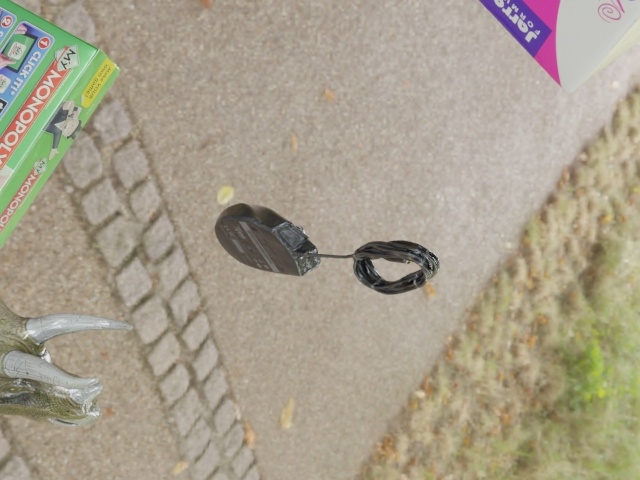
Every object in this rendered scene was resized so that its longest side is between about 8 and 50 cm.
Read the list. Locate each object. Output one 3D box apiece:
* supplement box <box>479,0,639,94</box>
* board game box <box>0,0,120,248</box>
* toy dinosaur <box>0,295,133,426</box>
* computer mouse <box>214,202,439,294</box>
[{"bbox_3d":[0.152,-0.180,0.353,0.114,0.111,0.220,-38,170,-14],"label":"supplement box"},{"bbox_3d":[-0.356,-0.079,0.734,0.317,0.213,0.046,-57,162,-6],"label":"board game box"},{"bbox_3d":[-0.262,0.054,0.348,0.313,0.160,0.121,3,52,-36],"label":"toy dinosaur"},{"bbox_3d":[0.000,0.000,0.649,0.041,0.242,0.071,-51,130,-28],"label":"computer mouse"}]
